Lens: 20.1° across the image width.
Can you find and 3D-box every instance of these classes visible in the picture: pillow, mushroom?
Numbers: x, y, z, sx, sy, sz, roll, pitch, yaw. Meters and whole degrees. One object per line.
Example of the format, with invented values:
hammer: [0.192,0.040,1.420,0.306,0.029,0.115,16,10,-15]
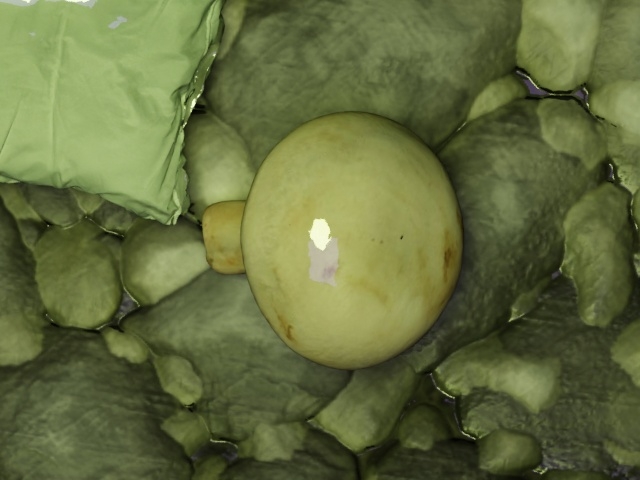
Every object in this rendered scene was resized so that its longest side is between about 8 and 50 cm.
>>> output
pillow: [-0.229,-0.163,1.417,0.310,0.138,0.283,8,108,-4]
mushroom: [0.000,0.000,1.453,0.215,0.207,0.207,0,110,36]
